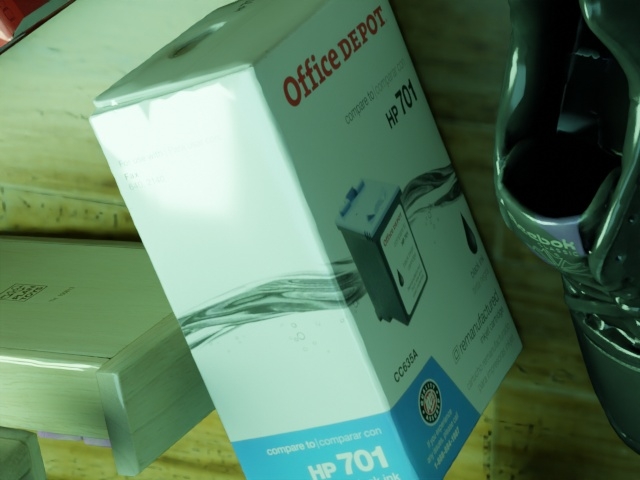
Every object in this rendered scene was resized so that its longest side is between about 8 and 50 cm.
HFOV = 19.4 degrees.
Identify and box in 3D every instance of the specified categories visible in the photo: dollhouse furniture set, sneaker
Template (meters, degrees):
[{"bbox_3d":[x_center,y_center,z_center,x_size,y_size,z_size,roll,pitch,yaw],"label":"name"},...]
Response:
[{"bbox_3d":[-0.131,0.179,0.842,0.198,0.286,0.303,2,113,30],"label":"dollhouse furniture set"},{"bbox_3d":[0.108,-0.013,0.709,0.107,0.124,0.283,20,133,36],"label":"sneaker"}]

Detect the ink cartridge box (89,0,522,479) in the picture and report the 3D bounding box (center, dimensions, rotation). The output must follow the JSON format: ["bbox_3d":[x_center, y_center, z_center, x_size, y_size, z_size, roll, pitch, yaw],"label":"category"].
[{"bbox_3d":[0.000,0.000,0.776,0.082,0.139,0.190,-12,110,28],"label":"ink cartridge box"}]

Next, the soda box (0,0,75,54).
[{"bbox_3d":[-0.234,-0.081,0.867,0.263,0.083,0.092,-30,101,31],"label":"soda box"}]
